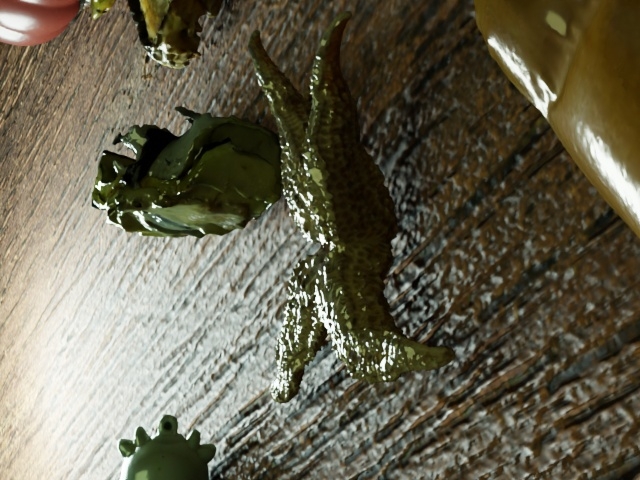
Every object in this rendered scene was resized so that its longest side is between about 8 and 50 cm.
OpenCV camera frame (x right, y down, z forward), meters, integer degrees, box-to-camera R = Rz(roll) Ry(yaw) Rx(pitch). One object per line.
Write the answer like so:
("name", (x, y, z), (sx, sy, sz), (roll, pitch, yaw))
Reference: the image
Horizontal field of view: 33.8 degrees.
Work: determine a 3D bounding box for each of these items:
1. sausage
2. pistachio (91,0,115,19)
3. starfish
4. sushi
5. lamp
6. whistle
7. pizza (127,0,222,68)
("sausage", (0.185, -0.074, 0.538), (0.134, 0.116, 0.354), (106, 150, -41))
("pistachio", (-0.251, -0.354, 1.278), (0.089, 0.049, 0.173), (-143, 55, -80))
("starfish", (0.003, -0.027, 0.836), (0.301, 0.084, 0.294), (143, 117, -70))
("sushi", (-0.145, -0.066, 1.022), (0.291, 0.139, 0.131), (5, 84, 58))
("lamp", (-0.386, -0.361, 1.339), (0.227, 0.227, 0.227), (-6, 83, 56))
("whistle", (-0.157, 0.295, 1.048), (0.092, 0.110, 0.244), (174, 99, -89))
("pizza", (-0.143, -0.355, 1.091), (0.251, 0.074, 0.288), (59, 133, 40))
